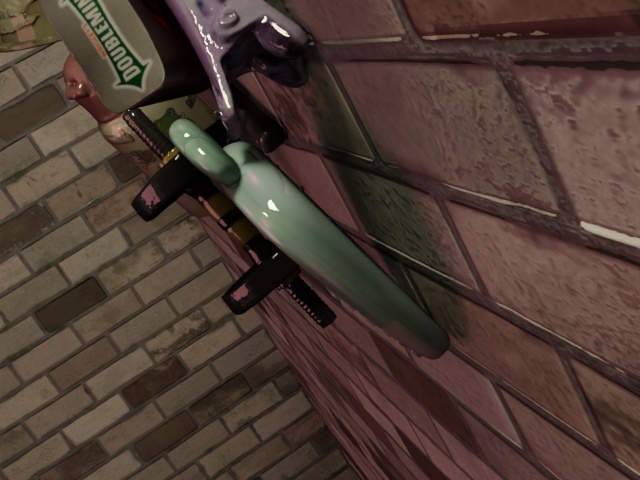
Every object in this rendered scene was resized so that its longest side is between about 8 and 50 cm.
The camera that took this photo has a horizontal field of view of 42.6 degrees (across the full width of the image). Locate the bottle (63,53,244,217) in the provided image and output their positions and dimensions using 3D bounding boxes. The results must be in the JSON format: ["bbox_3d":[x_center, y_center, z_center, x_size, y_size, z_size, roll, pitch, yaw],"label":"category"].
[{"bbox_3d":[-0.198,-0.145,0.999,0.253,0.120,0.120,46,178,-36],"label":"bottle"}]

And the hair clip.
[{"bbox_3d":[-0.099,-0.200,0.636,0.278,0.090,0.137,58,167,17],"label":"hair clip"}]

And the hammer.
[{"bbox_3d":[-0.117,-0.178,0.919,0.287,0.033,0.111,48,168,40],"label":"hammer"}]

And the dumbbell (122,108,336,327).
[{"bbox_3d":[-0.100,-0.024,0.913,0.325,0.143,0.143,47,171,-6],"label":"dumbbell"}]

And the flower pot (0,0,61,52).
[{"bbox_3d":[-0.324,-0.349,0.973,0.212,0.212,0.202,42,150,56],"label":"flower pot"}]

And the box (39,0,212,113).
[{"bbox_3d":[-0.156,-0.185,0.748,0.120,0.069,0.224,58,-166,-6],"label":"box"}]

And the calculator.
[{"bbox_3d":[0.000,0.000,0.661,0.299,0.041,0.185,41,-176,-29],"label":"calculator"}]
